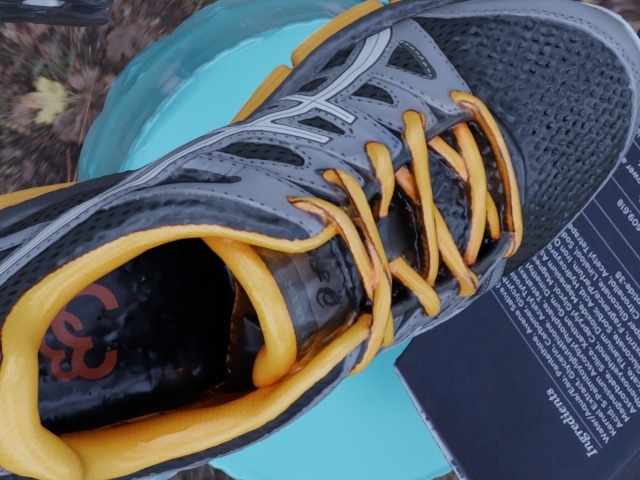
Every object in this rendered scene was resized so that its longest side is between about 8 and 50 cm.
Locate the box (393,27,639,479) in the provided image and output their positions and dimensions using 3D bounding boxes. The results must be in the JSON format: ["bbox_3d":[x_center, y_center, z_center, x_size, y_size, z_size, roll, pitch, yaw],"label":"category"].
[{"bbox_3d":[0.152,0.019,0.616,0.153,0.207,0.108,-7,53,-40],"label":"box"}]

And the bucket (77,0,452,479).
[{"bbox_3d":[0.000,0.000,0.833,0.281,0.183,0.281,-2,99,-10],"label":"bucket"}]

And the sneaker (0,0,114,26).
[{"bbox_3d":[-0.285,-0.349,1.539,0.169,0.447,0.258,0,94,-18],"label":"sneaker"}]

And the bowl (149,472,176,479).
[{"bbox_3d":[-0.229,0.156,1.727,0.163,0.311,0.312,-1,97,32],"label":"bowl"}]

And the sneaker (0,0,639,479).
[{"bbox_3d":[-0.002,0.002,0.366,0.215,0.083,0.084,-29,109,-19],"label":"sneaker"}]
